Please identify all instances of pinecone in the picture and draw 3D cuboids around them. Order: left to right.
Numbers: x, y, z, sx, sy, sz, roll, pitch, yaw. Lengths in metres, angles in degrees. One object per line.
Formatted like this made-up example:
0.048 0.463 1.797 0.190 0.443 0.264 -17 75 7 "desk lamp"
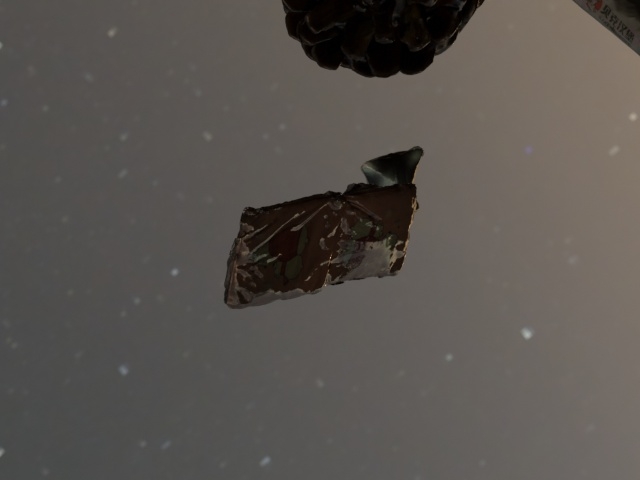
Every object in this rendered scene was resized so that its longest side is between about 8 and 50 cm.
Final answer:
0.081 -0.360 2.042 0.296 0.298 0.242 -82 -26 -61 "pinecone"

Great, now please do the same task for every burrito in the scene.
0.358 -0.278 1.808 0.203 0.064 0.064 48 -158 26 "burrito"

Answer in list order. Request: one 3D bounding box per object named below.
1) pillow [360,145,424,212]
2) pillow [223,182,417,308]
0.097 -0.073 2.125 0.091 0.136 0.055 3 -136 4 "pillow"
0.000 0.000 1.752 0.248 0.135 0.049 -12 -141 -34 "pillow"
